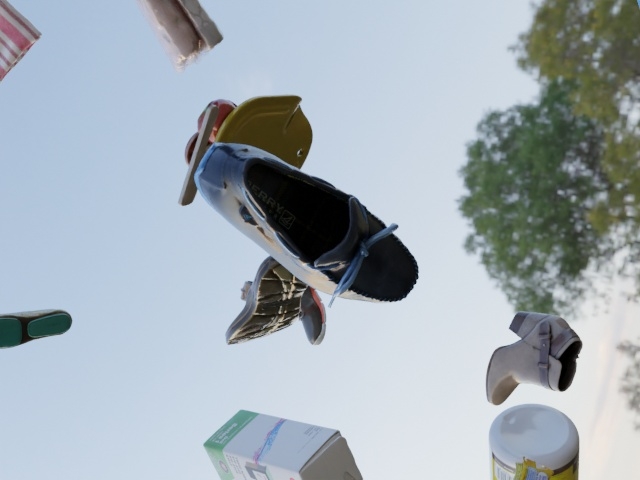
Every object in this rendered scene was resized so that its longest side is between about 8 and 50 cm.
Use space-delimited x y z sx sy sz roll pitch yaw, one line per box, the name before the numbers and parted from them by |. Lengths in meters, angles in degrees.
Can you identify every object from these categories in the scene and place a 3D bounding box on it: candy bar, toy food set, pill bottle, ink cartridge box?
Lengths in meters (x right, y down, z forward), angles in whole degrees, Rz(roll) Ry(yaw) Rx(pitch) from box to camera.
candy bar | 0.182 0.284 0.847 0.018 0.040 0.162 22 -97 -87
toy food set | -0.099 -0.118 1.056 0.218 0.071 0.128 -13 -55 -53
pill bottle | 0.288 0.334 1.219 0.117 0.117 0.215 -47 -42 -45
ink cartridge box | -0.057 0.436 1.643 0.117 0.278 0.201 -38 -65 -36

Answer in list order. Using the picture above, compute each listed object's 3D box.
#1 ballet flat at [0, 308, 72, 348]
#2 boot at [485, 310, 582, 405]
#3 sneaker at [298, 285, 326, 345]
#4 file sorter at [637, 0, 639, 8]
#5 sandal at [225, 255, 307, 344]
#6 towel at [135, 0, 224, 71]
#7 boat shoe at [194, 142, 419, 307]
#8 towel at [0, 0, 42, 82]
ballet flat | -0.483 0.139 1.445 0.168 0.052 0.057 -2 -79 -39
boot | 0.213 0.128 0.899 0.042 0.087 0.118 5 -74 -31
sneaker | -0.038 0.098 1.457 0.064 0.061 0.158 -4 -115 -28
file sorter | 0.428 -0.328 1.022 0.118 0.104 0.170 -31 -71 -15
sandal | -0.070 0.066 1.137 0.090 0.060 0.219 -9 -31 -20
towel | -0.199 -0.316 0.886 0.053 0.332 0.317 -30 -77 -4
boat shoe | 0.000 0.000 0.832 0.258 0.089 0.109 24 -96 -33
towel | -0.492 -0.257 1.211 0.144 0.029 0.197 43 -86 -18
